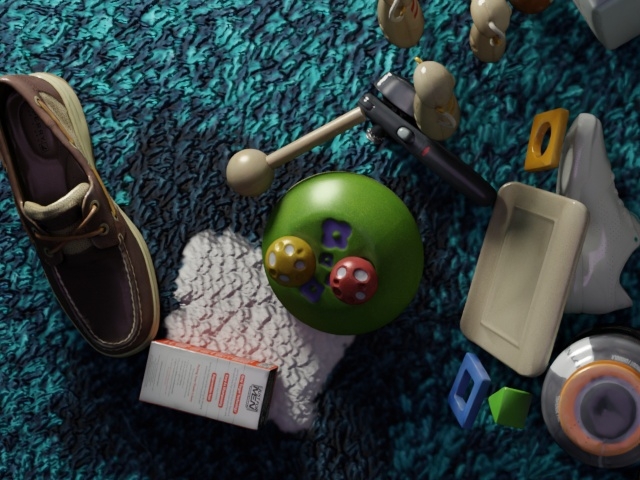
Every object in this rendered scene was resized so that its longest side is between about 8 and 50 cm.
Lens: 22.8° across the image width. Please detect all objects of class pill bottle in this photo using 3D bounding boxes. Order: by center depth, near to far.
[{"bbox_3d":[0.288,0.154,1.581,0.131,0.246,0.130,0,91,12],"label":"pill bottle"}]

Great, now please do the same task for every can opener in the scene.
[{"bbox_3d":[0.116,-0.100,1.704,0.186,0.059,0.073,44,111,10],"label":"can opener"}]

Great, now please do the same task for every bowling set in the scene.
[{"bbox_3d":[0.142,-0.267,1.639,0.200,0.154,0.287,-26,76,0],"label":"bowling set"}]

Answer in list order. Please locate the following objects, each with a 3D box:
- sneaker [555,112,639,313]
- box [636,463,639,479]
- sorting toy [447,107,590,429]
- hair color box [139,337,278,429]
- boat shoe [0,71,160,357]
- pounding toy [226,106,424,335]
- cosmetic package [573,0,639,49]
[{"bbox_3d":[0.298,-0.028,1.671,0.094,0.080,0.212,1,98,0],"label":"sneaker"},{"bbox_3d":[0.457,0.318,1.539,0.322,0.257,0.079,14,110,12],"label":"box"},{"bbox_3d":[0.219,0.037,1.638,0.047,0.196,0.347,14,95,-17],"label":"sorting toy"},{"bbox_3d":[-0.125,0.160,1.773,0.141,0.043,0.072,14,94,13],"label":"hair color box"},{"bbox_3d":[-0.284,-0.028,1.761,0.123,0.123,0.342,-20,87,12],"label":"boat shoe"},{"bbox_3d":[0.000,0.000,1.686,0.183,0.110,0.236,-20,97,21],"label":"pounding toy"},{"bbox_3d":[0.303,-0.447,1.521,0.327,0.329,0.393,-33,84,10],"label":"cosmetic package"}]
